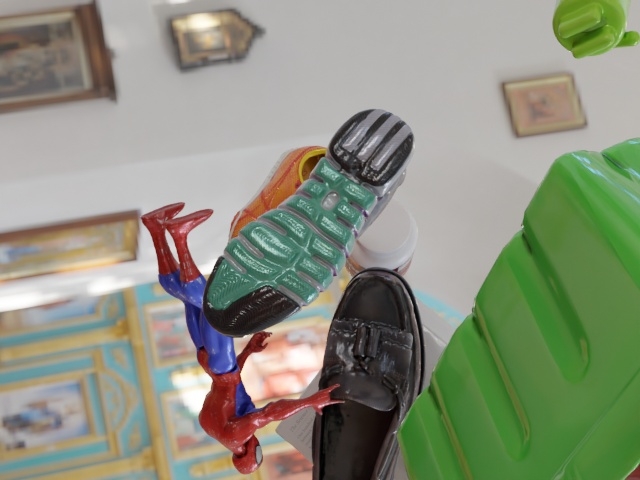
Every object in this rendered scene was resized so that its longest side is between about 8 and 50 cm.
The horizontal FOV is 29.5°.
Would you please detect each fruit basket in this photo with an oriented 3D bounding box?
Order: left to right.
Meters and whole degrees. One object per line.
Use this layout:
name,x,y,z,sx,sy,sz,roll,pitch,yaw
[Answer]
fruit basket,0.256,0.156,0.718,0.392,0.283,0.392,29,-54,52

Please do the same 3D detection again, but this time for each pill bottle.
pill bottle,0.068,0.000,1.404,0.152,0.086,0.086,87,-10,-76

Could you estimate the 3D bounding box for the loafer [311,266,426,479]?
loafer,0.043,0.180,1.244,0.095,0.109,0.302,-16,115,-79

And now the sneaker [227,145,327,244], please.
sneaker,-0.035,-0.025,1.165,0.067,0.064,0.175,-3,-126,46

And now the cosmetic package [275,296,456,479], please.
cosmetic package,0.110,0.215,1.486,0.225,0.224,0.138,40,10,18

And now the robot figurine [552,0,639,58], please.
robot figurine,0.251,-0.215,1.120,0.101,0.067,0.115,51,37,-21

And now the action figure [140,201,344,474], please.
action figure,-0.073,0.092,1.197,0.091,0.139,0.280,16,-59,57

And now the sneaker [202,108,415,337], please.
sneaker,0.000,0.000,0.982,0.083,0.223,0.098,41,-9,18
